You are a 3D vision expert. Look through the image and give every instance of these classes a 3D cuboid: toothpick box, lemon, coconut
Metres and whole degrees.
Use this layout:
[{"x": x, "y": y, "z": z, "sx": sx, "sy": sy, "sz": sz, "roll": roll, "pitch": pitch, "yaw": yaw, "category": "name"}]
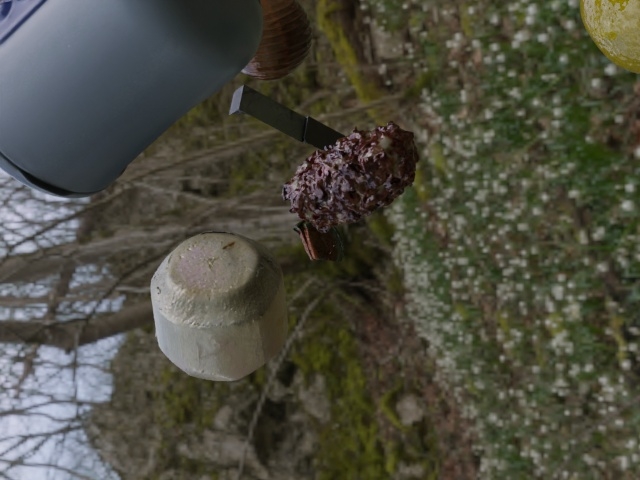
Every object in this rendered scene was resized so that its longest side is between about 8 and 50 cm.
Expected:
[{"x": -0.227, "y": -0.234, "z": 1.126, "sx": 0.263, "sy": 0.355, "sz": 0.263, "roll": 38, "pitch": -147, "yaw": -30, "category": "toothpick box"}, {"x": 0.393, "y": -0.280, "z": 1.158, "sx": 0.244, "sy": 0.187, "sz": 0.187, "roll": -102, "pitch": -6, "yaw": -63, "category": "lemon"}, {"x": -0.154, "y": 0.111, "z": 1.557, "sx": 0.234, "sy": 0.224, "sz": 0.224, "roll": 87, "pitch": -159, "yaw": -51, "category": "coconut"}]

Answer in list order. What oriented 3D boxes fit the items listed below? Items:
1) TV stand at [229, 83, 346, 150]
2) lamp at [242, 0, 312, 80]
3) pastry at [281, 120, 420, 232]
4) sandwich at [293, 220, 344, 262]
[{"x": -0.029, "y": -0.169, "z": 1.623, "sx": 0.256, "sy": 0.040, "sz": 0.049, "roll": 24, "pitch": -119, "yaw": -30, "category": "TV stand"}, {"x": -0.078, "y": -0.301, "z": 1.476, "sx": 0.136, "sy": 0.136, "sz": 0.136, "roll": 6, "pitch": -97, "yaw": -60, "category": "lamp"}, {"x": 0.046, "y": -0.090, "z": 1.463, "sx": 0.115, "sy": 0.208, "sz": 0.097, "roll": 50, "pitch": -144, "yaw": -26, "category": "pastry"}, {"x": 0.004, "y": 0.000, "z": 1.774, "sx": 0.069, "sy": 0.026, "sz": 0.101, "roll": -35, "pitch": -74, "yaw": -21, "category": "sandwich"}]
